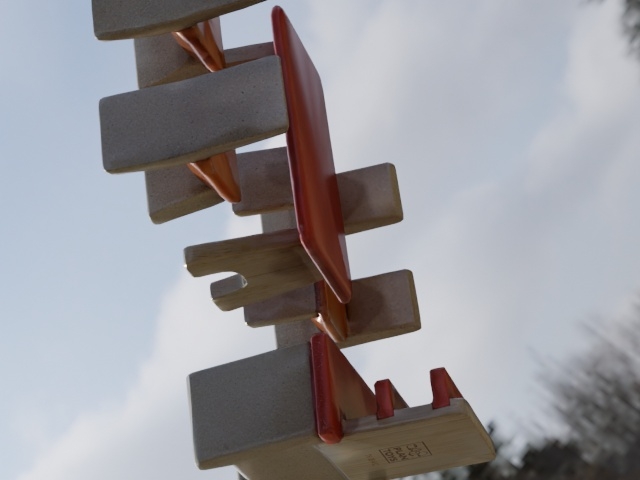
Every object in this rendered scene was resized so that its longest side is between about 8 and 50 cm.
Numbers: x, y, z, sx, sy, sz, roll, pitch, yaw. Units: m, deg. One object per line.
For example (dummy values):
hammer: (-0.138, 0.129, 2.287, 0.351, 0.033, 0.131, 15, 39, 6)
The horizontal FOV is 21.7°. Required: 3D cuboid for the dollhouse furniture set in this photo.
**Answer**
dollhouse furniture set: (0.000, 0.000, 0.874, 0.135, 0.259, 0.262, -14, -29, 12)
